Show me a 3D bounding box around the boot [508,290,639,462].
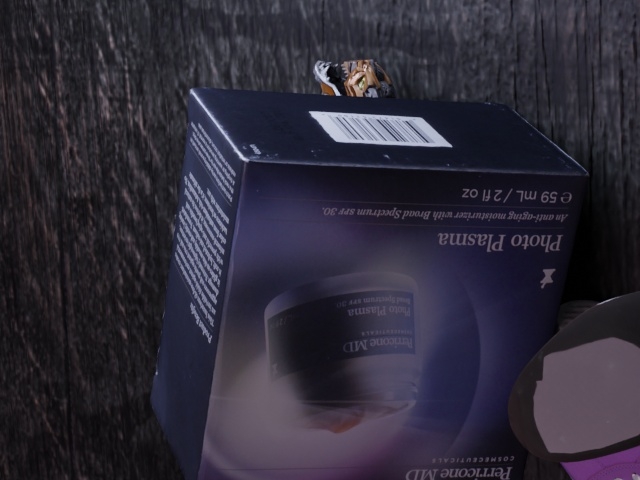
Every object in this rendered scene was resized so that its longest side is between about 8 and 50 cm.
[{"bbox_3d":[0.283,0.070,1.370,0.305,0.115,0.112,-36,81,13],"label":"boot"}]

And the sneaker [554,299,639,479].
[{"bbox_3d":[0.302,0.173,1.453,0.282,0.102,0.161,30,125,37],"label":"sneaker"}]

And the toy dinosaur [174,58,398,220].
[{"bbox_3d":[0.000,0.000,1.615,0.218,0.164,0.322,3,82,21],"label":"toy dinosaur"}]

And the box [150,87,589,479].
[{"bbox_3d":[0.034,0.045,1.471,0.183,0.296,0.294,-127,42,-60],"label":"box"}]
